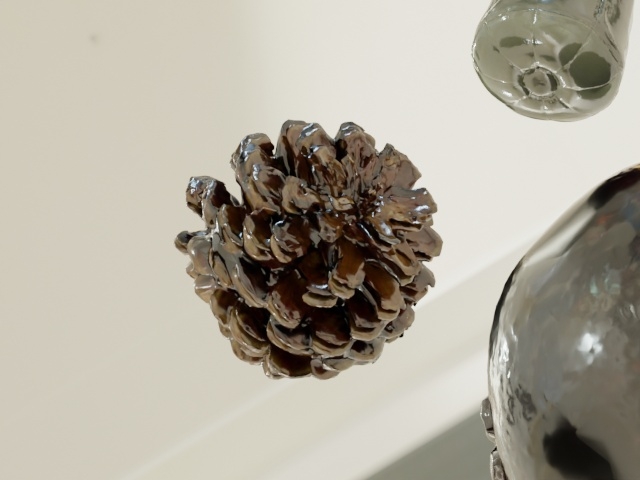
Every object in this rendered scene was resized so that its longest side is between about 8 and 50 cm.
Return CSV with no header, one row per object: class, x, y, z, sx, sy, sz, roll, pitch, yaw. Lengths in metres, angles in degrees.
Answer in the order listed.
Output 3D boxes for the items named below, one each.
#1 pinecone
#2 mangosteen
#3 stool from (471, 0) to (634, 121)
pinecone,0.000,0.000,1.552,0.221,0.221,0.221,59,-178,-2
mangosteen,0.242,0.079,1.075,0.297,0.313,0.297,47,-169,-12
stool,0.149,-0.135,1.189,0.096,0.096,0.110,57,-138,-41
